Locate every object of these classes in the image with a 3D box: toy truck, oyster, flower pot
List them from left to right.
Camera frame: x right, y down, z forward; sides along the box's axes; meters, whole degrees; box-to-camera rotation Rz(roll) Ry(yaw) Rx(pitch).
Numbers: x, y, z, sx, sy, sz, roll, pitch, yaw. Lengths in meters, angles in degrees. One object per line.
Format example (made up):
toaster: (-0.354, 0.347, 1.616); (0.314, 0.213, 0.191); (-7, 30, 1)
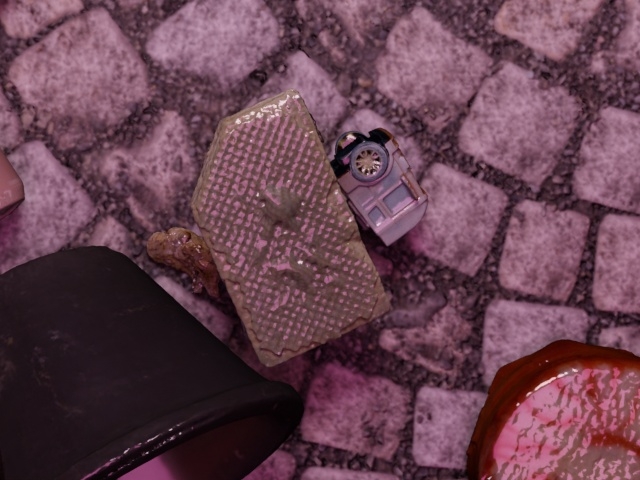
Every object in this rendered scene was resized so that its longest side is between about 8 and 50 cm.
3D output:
flower pot: (-0.227, 0.164, 1.118); (0.379, 0.379, 0.251); (-33, 70, -1)
oyster: (-0.151, 0.026, 1.232); (0.083, 0.038, 0.081); (-2, 93, -3)
toy truck: (0.000, 0.000, 1.208); (0.256, 0.108, 0.140); (-37, 105, 1)

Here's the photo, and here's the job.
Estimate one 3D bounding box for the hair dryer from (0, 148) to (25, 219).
hair dryer: (-0.502, -0.034, 1.201); (0.344, 0.107, 0.189); (-32, 94, 8)

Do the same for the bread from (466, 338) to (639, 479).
bread: (0.302, 0.281, 1.216); (0.295, 0.114, 0.328); (11, 89, -2)

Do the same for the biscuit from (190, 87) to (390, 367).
biscuit: (-0.039, -0.011, 1.116); (0.150, 0.052, 0.252); (-23, 104, -2)
